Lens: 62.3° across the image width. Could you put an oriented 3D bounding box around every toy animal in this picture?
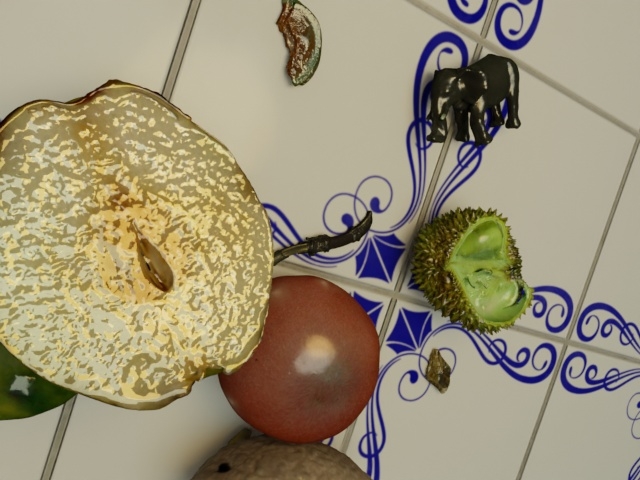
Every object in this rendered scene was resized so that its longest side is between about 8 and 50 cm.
[{"bbox_3d":[-0.062,0.405,0.846,0.358,0.226,0.188,13,83,-27],"label":"toy animal"},{"bbox_3d":[0.267,-0.247,0.943,0.245,0.115,0.146,-35,121,-38],"label":"toy animal"}]

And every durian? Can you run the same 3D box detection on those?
[{"bbox_3d":[0.270,0.048,0.955,0.200,0.176,0.237,-39,108,-3],"label":"durian"}]

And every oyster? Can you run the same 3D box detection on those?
[{"bbox_3d":[0.239,0.266,1.063,0.051,0.034,0.093,-40,109,-21],"label":"oyster"}]

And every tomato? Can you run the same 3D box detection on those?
[{"bbox_3d":[-0.031,0.181,0.822,0.256,0.224,0.255,-5,109,-16],"label":"tomato"}]

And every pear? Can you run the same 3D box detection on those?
[{"bbox_3d":[-0.252,0.012,0.690,0.340,0.191,0.386,-23,97,-29],"label":"pear"}]

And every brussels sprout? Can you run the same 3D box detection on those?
[{"bbox_3d":[-0.394,0.167,0.700,0.151,0.122,0.149,-39,116,-12],"label":"brussels sprout"}]

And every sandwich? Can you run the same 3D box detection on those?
[{"bbox_3d":[-0.029,-0.312,0.826,0.067,0.029,0.135,-15,106,-22],"label":"sandwich"}]

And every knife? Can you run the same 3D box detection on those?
[{"bbox_3d":[0.002,0.005,0.907,0.222,0.021,0.045,-23,110,-23],"label":"knife"}]
